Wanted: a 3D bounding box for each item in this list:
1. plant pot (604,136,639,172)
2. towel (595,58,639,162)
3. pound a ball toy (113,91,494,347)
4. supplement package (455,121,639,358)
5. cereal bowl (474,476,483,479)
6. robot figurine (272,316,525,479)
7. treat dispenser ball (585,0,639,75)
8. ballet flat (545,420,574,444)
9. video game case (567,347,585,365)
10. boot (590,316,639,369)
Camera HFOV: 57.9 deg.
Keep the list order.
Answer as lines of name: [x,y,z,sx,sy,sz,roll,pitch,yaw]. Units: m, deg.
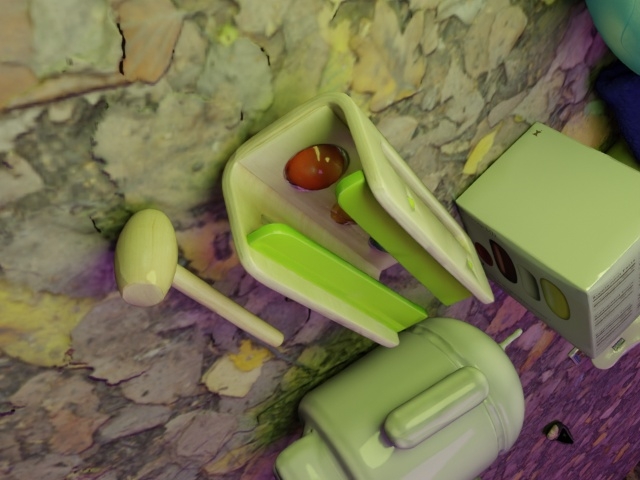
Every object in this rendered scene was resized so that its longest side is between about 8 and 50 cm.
plant pot: [0.438,-0.106,0.845,0.079,0.083,0.083,-51,142,-11]
towel: [0.517,-0.147,0.727,0.308,0.227,0.076,39,52,-31]
pound a ball toy: [0.000,0.000,0.527,0.208,0.136,0.319,-29,145,20]
supplement package: [0.304,0.003,0.719,0.149,0.194,0.203,-43,140,-4]
cereal bowl: [0.178,0.562,1.127,0.338,0.141,0.339,-23,135,-26]
robot figurine: [0.113,0.231,0.741,0.353,0.200,0.300,-30,166,-18]
treat dispenser ball: [0.370,-0.261,0.478,0.288,0.288,0.288,-23,136,-25]
ballet flat: [0.672,0.541,1.617,0.173,0.049,0.057,26,103,-49]
video game case: [0.627,0.234,1.347,0.122,0.011,0.087,-49,141,4]
boot: [0.715,0.227,1.372,0.190,0.069,0.086,-44,163,12]
